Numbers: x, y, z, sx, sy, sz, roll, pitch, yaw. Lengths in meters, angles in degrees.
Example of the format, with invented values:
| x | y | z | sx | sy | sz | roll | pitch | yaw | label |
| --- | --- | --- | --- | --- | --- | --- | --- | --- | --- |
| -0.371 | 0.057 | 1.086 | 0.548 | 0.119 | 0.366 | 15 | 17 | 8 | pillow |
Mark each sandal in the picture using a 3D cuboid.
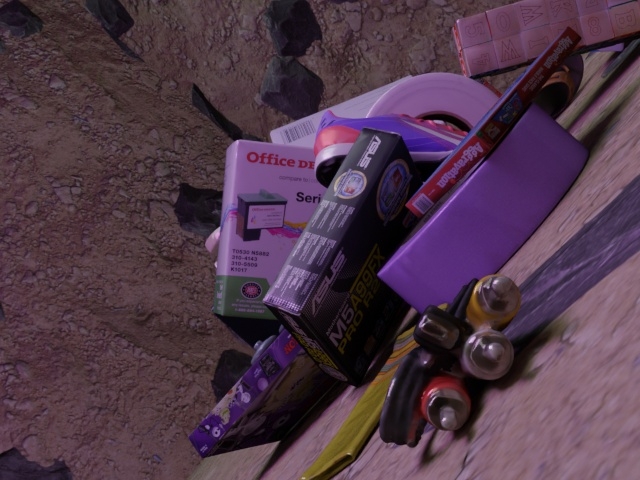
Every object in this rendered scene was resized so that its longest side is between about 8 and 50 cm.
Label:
| x | y | z | sx | sy | sz | roll | pitch | yaw | label |
| --- | --- | --- | --- | --- | --- | --- | --- | --- | --- |
| 0.417 | -0.267 | 1.672 | 0.219 | 0.090 | 0.060 | -47 | 15 | -18 | sandal |

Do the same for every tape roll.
| x | y | z | sx | sy | sz | roll | pitch | yaw | label |
| --- | --- | --- | --- | --- | --- | --- | --- | --- | --- |
| 0.189 | -0.033 | 1.091 | 0.275 | 0.090 | 0.275 | -49 | -1 | -1 | tape roll |
| 0.181 | -0.130 | 1.426 | 0.246 | 0.246 | 0.169 | -49 | -1 | 6 | tape roll |

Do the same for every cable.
| x | y | z | sx | sy | sz | roll | pitch | yaw | label |
| --- | --- | --- | --- | --- | --- | --- | --- | --- | --- |
| 0.110 | 0.092 | 0.712 | 0.139 | 0.072 | 0.287 | -65 | -14 | 1 | cable |

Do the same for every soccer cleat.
| x | y | z | sx | sy | sz | roll | pitch | yaw | label |
| --- | --- | --- | --- | --- | --- | --- | --- | --- | --- |
| 0.149 | -0.131 | 1.298 | 0.109 | 0.318 | 0.116 | 96 | 174 | -56 | soccer cleat |

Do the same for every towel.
| x | y | z | sx | sy | sz | roll | pitch | yaw | label |
| --- | --- | --- | --- | --- | --- | --- | --- | --- | --- |
| 0.062 | 0.157 | 0.961 | 0.237 | 0.021 | 0.102 | -48 | -2 | -43 | towel |

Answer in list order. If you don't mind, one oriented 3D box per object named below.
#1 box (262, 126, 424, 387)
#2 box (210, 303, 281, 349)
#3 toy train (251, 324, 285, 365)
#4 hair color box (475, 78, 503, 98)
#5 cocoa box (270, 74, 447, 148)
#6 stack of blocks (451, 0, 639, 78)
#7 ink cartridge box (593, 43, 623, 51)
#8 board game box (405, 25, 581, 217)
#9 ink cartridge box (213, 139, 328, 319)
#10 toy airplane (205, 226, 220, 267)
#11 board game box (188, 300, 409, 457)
| x | y | z | sx | sy | sz | roll | pitch | yaw | label |
| --- | --- | --- | --- | --- | --- | --- | --- | --- | --- |
| 0.052 | 0.025 | 1.189 | 0.270 | 0.060 | 0.216 | -60 | -34 | -20 | box |
| 0.027 | 0.034 | 2.463 | 0.480 | 0.297 | 0.472 | -50 | 0 | 35 | box |
| -0.028 | 0.212 | 1.908 | 0.334 | 0.142 | 0.190 | -50 | -12 | -25 | toy train |
| 0.351 | -0.252 | 1.898 | 0.093 | 0.167 | 0.053 | -50 | -2 | 40 | hair color box |
| 0.101 | -0.156 | 1.989 | 0.347 | 0.228 | 0.231 | -22 | 38 | 1 | cocoa box |
| 0.354 | -0.321 | 1.394 | 0.297 | 0.087 | 0.171 | -15 | 3 | 5 | stack of blocks |
| 0.496 | -0.369 | 1.644 | 0.122 | 0.088 | 0.052 | -44 | -46 | -66 | ink cartridge box |
| 0.209 | -0.143 | 1.090 | 0.281 | 0.027 | 0.145 | -47 | 0 | -40 | board game box |
| -0.056 | -0.012 | 1.475 | 0.117 | 0.201 | 0.278 | 170 | 105 | -77 | ink cartridge box |
| 0.000 | 0.000 | 1.702 | 0.386 | 0.272 | 0.384 | -20 | -18 | -2 | toy airplane |
| -0.028 | 0.195 | 1.399 | 0.347 | 0.056 | 0.208 | -49 | -22 | 21 | board game box |
